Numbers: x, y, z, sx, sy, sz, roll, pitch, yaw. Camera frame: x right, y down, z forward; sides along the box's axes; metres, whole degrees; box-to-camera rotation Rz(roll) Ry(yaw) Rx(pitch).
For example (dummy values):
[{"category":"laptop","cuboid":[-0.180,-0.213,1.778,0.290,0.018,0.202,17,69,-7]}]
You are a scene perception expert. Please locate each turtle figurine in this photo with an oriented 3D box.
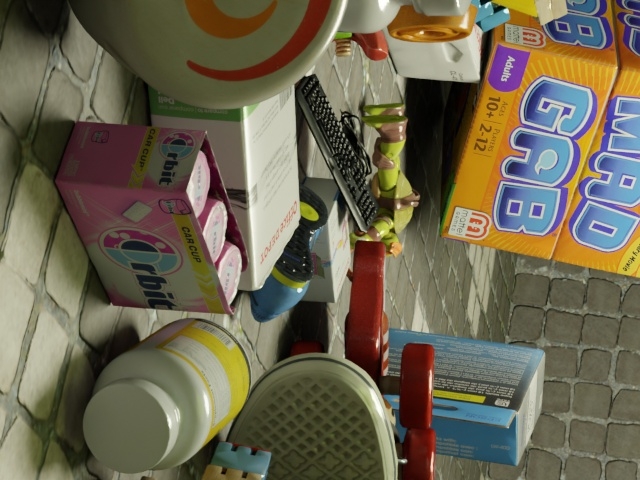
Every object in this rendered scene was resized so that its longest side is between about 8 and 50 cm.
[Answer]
[{"category":"turtle figurine","cuboid":[0.086,-0.062,2.241,0.269,0.087,0.217,-51,144,-66]}]

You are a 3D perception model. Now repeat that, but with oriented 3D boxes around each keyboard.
[{"category":"keyboard","cuboid":[0.031,-0.111,1.973,0.192,0.038,0.100,64,22,-22]}]

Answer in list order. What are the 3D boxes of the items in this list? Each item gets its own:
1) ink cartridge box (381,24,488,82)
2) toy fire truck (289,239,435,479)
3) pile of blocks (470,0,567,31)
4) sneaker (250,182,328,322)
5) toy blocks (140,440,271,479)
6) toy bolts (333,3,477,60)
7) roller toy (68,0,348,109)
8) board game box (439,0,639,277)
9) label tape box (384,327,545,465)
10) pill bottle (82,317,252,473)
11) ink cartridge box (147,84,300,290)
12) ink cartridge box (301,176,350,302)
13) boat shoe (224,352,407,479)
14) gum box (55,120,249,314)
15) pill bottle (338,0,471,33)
[{"category":"ink cartridge box","cuboid":[0.175,-0.405,2.387,0.226,0.131,0.306,57,42,-68]},{"category":"toy fire truck","cuboid":[0.059,0.183,2.084,0.254,0.169,0.302,-79,169,-57]},{"category":"pile of blocks","cuboid":[0.156,-0.360,2.181,0.149,0.362,0.112,-55,-141,20]},{"category":"sneaker","cuboid":[-0.044,0.011,1.835,0.082,0.069,0.209,-55,-167,31]},{"category":"toy blocks","cuboid":[-0.124,0.340,1.422,0.261,0.191,0.381,-70,171,-73]},{"category":"toy bolts","cuboid":[0.055,-0.294,1.859,0.228,0.218,0.158,130,-40,-83]},{"category":"roller toy","cuboid":[-0.090,-0.203,1.257,0.146,0.209,0.191,38,-40,56]},{"category":"board game box","cuboid":[0.397,-0.211,2.619,0.356,0.356,0.356,-83,-175,-52]},{"category":"label tape box","cuboid":[0.170,0.232,2.371,0.334,0.241,0.105,-42,138,-69]},{"category":"pill bottle","cuboid":[-0.130,0.132,1.420,0.184,0.103,0.103,-35,128,-72]},{"category":"ink cartridge box","cuboid":[-0.084,-0.086,1.545,0.160,0.093,0.219,-59,151,-59]},{"category":"ink cartridge box","cuboid":[0.000,0.000,1.994,0.088,0.052,0.122,-68,159,-52]},{"category":"boat shoe","cuboid":[-0.004,0.270,1.836,0.500,0.187,0.156,87,10,-48]},{"category":"gum box","cuboid":[-0.130,-0.012,1.360,0.188,0.107,0.062,75,24,-54]},{"category":"pill bottle","cuboid":[-0.010,-0.251,1.413,0.152,0.272,0.152,5,90,-76]}]
